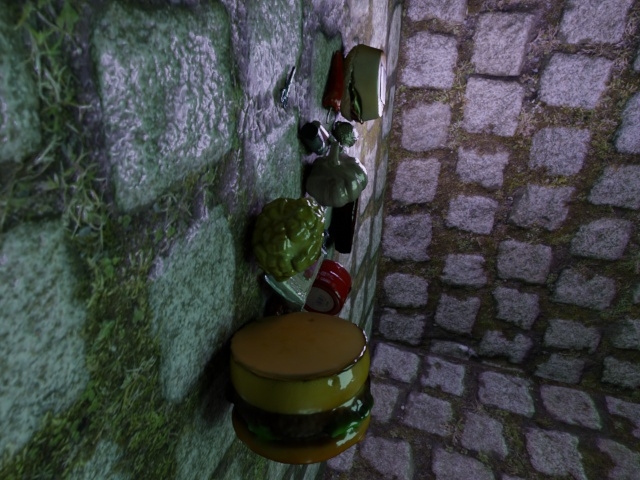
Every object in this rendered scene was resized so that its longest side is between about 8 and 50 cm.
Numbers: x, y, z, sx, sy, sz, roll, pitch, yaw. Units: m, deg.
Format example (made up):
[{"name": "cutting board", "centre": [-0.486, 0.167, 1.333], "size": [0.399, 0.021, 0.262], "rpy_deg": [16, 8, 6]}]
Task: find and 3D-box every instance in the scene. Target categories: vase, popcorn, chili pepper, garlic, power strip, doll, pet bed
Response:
[{"name": "vase", "centre": [-0.017, -0.323, 1.503], "size": [0.211, 0.059, 0.060], "rpy_deg": [34, 67, -79]}, {"name": "popcorn", "centre": [-0.083, -0.008, 1.233], "size": [0.217, 0.180, 0.235], "rpy_deg": [87, 25, -45]}, {"name": "chili pepper", "centre": [0.050, -0.538, 1.616], "size": [0.071, 0.063, 0.273], "rpy_deg": [84, 15, -80]}, {"name": "garlic", "centre": [0.047, -0.235, 1.537], "size": [0.212, 0.218, 0.219], "rpy_deg": [79, 25, -52]}, {"name": "power strip", "centre": [-0.017, -0.037, 1.713], "size": [0.367, 0.043, 0.106], "rpy_deg": [-63, 157, -48]}, {"name": "doll", "centre": [0.073, -0.322, 1.780], "size": [0.202, 0.091, 0.286], "rpy_deg": [-4, 93, -41]}, {"name": "pet bed", "centre": [-0.122, 0.220, 1.479], "size": [0.201, 0.053, 0.201], "rpy_deg": [12, 90, -80]}]

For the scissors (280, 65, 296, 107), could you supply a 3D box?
[{"name": "scissors", "centre": [-0.088, -0.426, 1.262], "size": [0.058, 0.014, 0.119], "rpy_deg": [57, 48, -74]}]

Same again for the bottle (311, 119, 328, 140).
[{"name": "bottle", "centre": [-0.006, -0.368, 1.542], "size": [0.096, 0.045, 0.045], "rpy_deg": [28, 73, -72]}]

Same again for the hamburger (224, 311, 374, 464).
[{"name": "hamburger", "centre": [-0.057, 0.378, 1.199], "size": [0.396, 0.395, 0.278], "rpy_deg": [-39, 130, -67]}]

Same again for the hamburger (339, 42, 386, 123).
[{"name": "hamburger", "centre": [0.158, -0.599, 1.760], "size": [0.302, 0.170, 0.302], "rpy_deg": [5, 90, -78]}]

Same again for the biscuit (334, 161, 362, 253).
[{"name": "biscuit", "centre": [0.115, -0.141, 1.983], "size": [0.407, 0.091, 0.408], "rpy_deg": [7, 90, -85]}]

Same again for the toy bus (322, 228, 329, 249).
[{"name": "toy bus", "centre": [0.000, 0.000, 1.628], "size": [0.038, 0.045, 0.083], "rpy_deg": [48, 56, -70]}]

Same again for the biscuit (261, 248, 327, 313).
[{"name": "biscuit", "centre": [-0.075, 0.076, 1.432], "size": [0.186, 0.079, 0.309], "rpy_deg": [53, 39, -23]}]

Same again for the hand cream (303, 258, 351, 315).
[{"name": "hand cream", "centre": [0.009, 0.172, 1.659], "size": [0.125, 0.193, 0.193], "rpy_deg": [-60, 155, -44]}]
